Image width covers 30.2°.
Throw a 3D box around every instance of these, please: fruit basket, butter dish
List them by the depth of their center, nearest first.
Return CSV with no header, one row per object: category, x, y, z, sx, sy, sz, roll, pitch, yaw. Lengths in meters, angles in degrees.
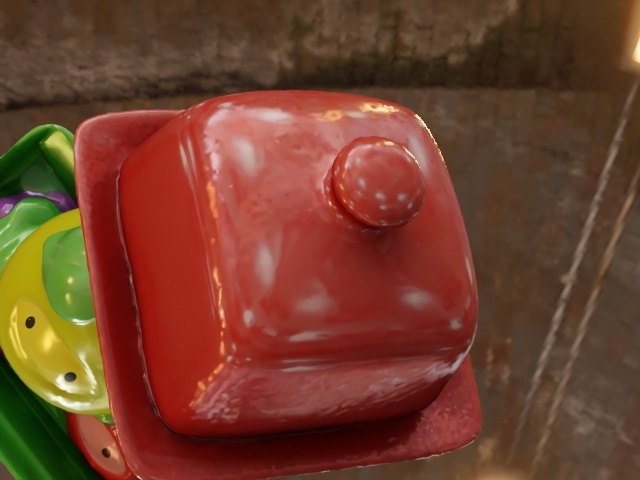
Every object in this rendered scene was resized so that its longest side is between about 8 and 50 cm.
butter dish,0.000,0.000,0.451,0.160,0.160,0.118,-2,-23,-26
fruit basket,-0.207,0.088,1.050,0.283,0.392,0.392,-40,-34,6
